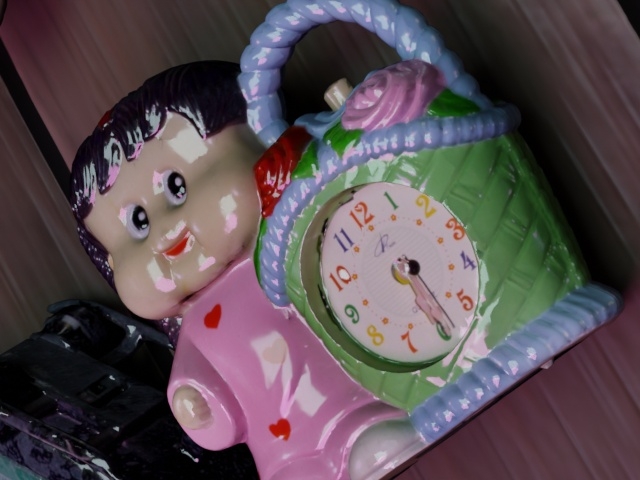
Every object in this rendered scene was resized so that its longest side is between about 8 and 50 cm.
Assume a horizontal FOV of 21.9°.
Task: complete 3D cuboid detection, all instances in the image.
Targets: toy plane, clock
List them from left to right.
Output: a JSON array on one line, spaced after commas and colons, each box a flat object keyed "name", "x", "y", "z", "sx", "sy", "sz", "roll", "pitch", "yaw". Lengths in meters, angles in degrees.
[{"name": "toy plane", "x": -0.154, "y": 0.107, "z": 0.793, "sx": 0.382, "sy": 0.106, "sz": 0.155, "roll": 21, "pitch": 122, "yaw": 24}, {"name": "clock", "x": 0.000, "y": 0.000, "z": 0.669, "sx": 0.194, "sy": 0.100, "sz": 0.195, "roll": -42, "pitch": 78, "yaw": 28}]

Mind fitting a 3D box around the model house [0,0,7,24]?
[{"name": "model house", "x": -0.289, "y": -0.183, "z": 0.809, "sx": 0.279, "sy": 0.205, "sz": 0.218, "roll": 13, "pitch": 106, "yaw": 62}]
